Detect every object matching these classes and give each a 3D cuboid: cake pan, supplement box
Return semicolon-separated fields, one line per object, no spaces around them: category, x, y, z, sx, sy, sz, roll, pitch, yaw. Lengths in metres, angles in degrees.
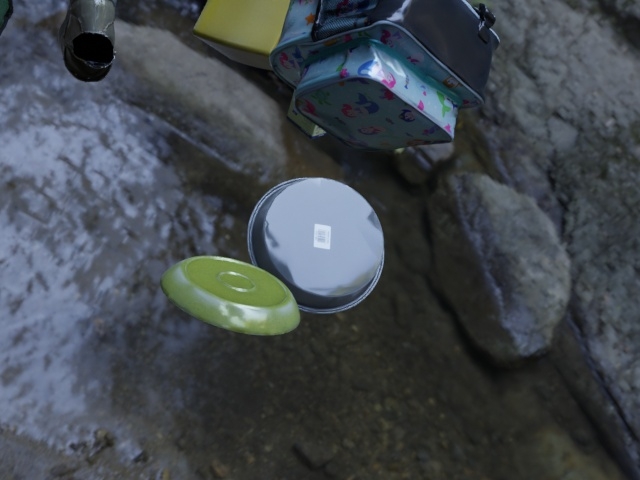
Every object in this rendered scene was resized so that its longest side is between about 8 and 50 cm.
cake pan;0.000;0.000;1.897;0.293;0.054;0.293;7;68;-17
supplement box;-0.016;-0.270;1.963;0.056;0.083;0.083;-22;54;-40

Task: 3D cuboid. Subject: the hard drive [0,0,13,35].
hard drive;-0.396;-0.141;0.891;0.064;0.237;0.339;26;74;-9

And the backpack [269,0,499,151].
backpack;0.065;-0.222;1.181;0.225;0.253;0.191;30;74;-40

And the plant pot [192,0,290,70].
plant pot;-0.127;-0.499;2.164;0.187;0.212;0.212;30;5;21

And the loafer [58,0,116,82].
loafer;-0.376;-0.313;1.520;0.094;0.251;0.088;2;72;-13

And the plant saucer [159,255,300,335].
plant saucer;-0.143;0.081;1.560;0.240;0.037;0.241;18;18;-6
